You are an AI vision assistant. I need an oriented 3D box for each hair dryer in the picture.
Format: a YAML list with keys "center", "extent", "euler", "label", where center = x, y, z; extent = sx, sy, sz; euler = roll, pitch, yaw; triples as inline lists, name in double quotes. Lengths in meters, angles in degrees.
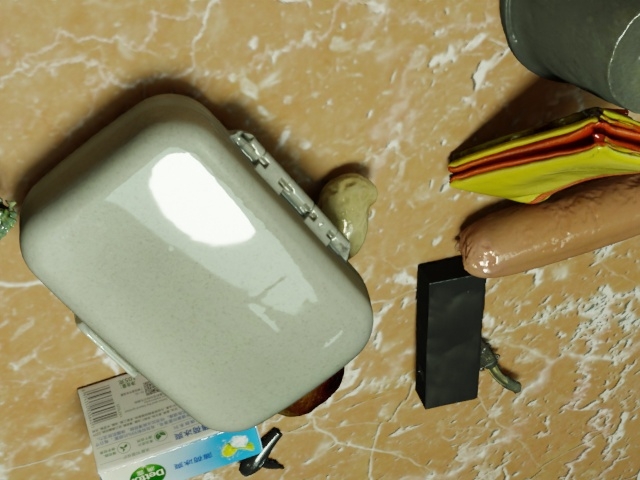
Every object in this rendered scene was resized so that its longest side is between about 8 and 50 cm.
- center: [-0.067, 0.296, 1.829]
  extent: [0.079, 0.031, 0.083]
  euler: [-48, 146, 9]
  label: "hair dryer"

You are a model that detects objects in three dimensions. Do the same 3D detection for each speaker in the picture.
- center: [0.169, 0.121, 1.736]
  extent: [0.082, 0.044, 0.218]
  euler: [-11, 128, -11]
  label: "speaker"

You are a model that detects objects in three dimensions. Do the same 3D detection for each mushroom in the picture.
- center: [-0.023, 0.182, 1.721]
  extent: [0.123, 0.052, 0.123]
  euler: [-10, 133, -10]
  label: "mushroom"

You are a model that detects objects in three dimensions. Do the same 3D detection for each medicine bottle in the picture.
- center: [-0.128, 0.035, 1.435]
  extent: [0.282, 0.123, 0.375]
  euler: [-35, 120, 14]
  label: "medicine bottle"

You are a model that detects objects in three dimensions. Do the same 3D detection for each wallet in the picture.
- center: [0.273, -0.095, 1.511]
  extent: [0.141, 0.067, 0.241]
  euler: [9, 166, -35]
  label: "wallet"

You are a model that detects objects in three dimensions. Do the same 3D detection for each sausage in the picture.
- center: [0.307, -0.021, 1.657]
  extent: [0.289, 0.086, 0.086]
  euler: [-18, 135, -9]
  label: "sausage"

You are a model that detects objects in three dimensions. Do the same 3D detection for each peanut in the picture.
- center: [0.000, 0.000, 1.546]
  extent: [0.082, 0.082, 0.187]
  euler: [25, 117, -39]
  label: "peanut"

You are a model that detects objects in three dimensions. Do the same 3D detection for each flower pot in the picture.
- center: [0.342, -0.241, 1.418]
  extent: [0.269, 0.166, 0.269]
  euler: [-13, 136, -13]
  label: "flower pot"

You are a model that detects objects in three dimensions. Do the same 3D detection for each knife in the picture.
- center: [0.221, 0.153, 1.822]
  extent: [0.045, 0.021, 0.222]
  euler: [-41, 129, 14]
  label: "knife"

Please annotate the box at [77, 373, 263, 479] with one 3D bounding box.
- center: [-0.184, 0.220, 1.619]
  extent: [0.194, 0.139, 0.073]
  euler: [-18, 135, -8]
  label: "box"

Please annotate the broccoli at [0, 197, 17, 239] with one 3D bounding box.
- center: [-0.369, -0.078, 1.309]
  extent: [0.118, 0.122, 0.204]
  euler: [-17, 122, -30]
  label: "broccoli"
